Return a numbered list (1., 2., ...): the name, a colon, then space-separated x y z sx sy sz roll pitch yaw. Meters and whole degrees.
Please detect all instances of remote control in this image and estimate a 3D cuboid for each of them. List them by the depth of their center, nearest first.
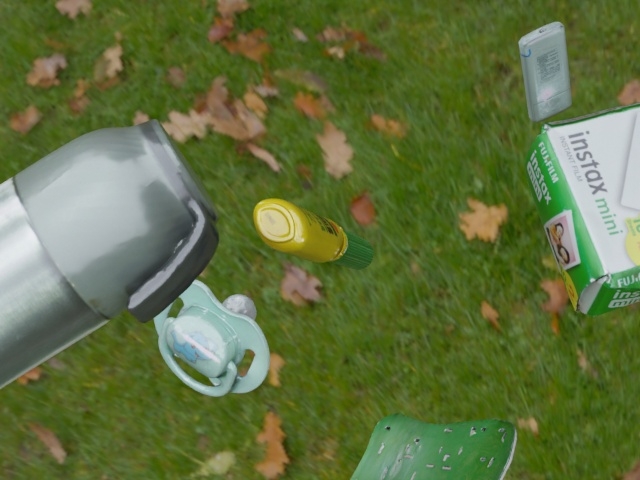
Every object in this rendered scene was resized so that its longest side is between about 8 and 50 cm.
1. remote control: 0.240 -0.177 1.291 0.053 0.124 0.018 -27 50 -4

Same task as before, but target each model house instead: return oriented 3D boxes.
1. model house: 0.090 0.186 0.795 0.088 0.167 0.117 37 67 -21

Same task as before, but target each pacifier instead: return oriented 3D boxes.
1. pacifier: -0.111 0.101 1.332 0.150 0.116 0.127 28 121 15

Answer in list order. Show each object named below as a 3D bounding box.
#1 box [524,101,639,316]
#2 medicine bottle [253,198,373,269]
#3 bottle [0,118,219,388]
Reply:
1. box: 0.330 -0.041 1.141 0.250 0.103 0.180 -14 66 -10
2. medicine bottle: 0.000 0.000 1.689 0.095 0.260 0.064 37 97 29
3. bottle: -0.163 0.039 0.551 0.253 0.079 0.096 -33 59 -1
